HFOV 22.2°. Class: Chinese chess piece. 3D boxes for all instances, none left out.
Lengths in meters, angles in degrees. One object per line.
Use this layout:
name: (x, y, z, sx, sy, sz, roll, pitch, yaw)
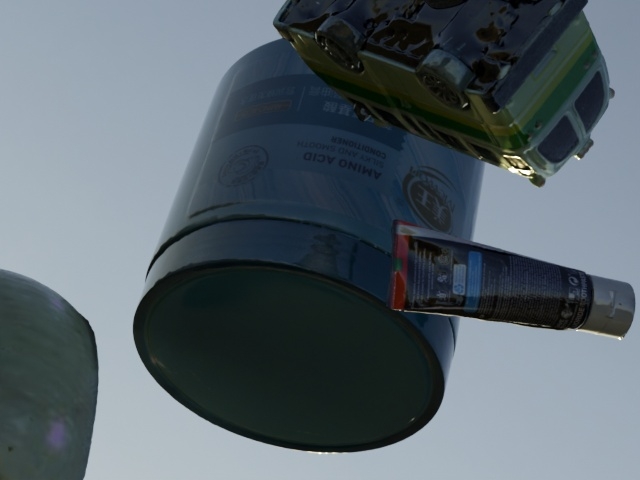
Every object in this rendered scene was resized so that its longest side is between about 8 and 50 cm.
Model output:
Chinese chess piece: (-0.202, 0.125, 0.900, 0.092, 0.237, 0.238, 17, -18, -23)

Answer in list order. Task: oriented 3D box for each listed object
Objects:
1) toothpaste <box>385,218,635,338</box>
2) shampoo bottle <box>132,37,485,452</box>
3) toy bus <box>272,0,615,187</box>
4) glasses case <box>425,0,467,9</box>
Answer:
toothpaste: (0.140, 0.033, 1.225, 0.194, 0.071, 0.045, 10, -23, -16)
shampoo bottle: (0.000, 0.000, 1.771, 0.331, 0.342, 0.331, 9, -40, 8)
toy bus: (0.107, -0.156, 1.390, 0.276, 0.133, 0.164, 26, -19, 46)
glasses case: (0.080, -0.204, 1.219, 0.034, 0.023, 0.083, -11, -34, 29)
